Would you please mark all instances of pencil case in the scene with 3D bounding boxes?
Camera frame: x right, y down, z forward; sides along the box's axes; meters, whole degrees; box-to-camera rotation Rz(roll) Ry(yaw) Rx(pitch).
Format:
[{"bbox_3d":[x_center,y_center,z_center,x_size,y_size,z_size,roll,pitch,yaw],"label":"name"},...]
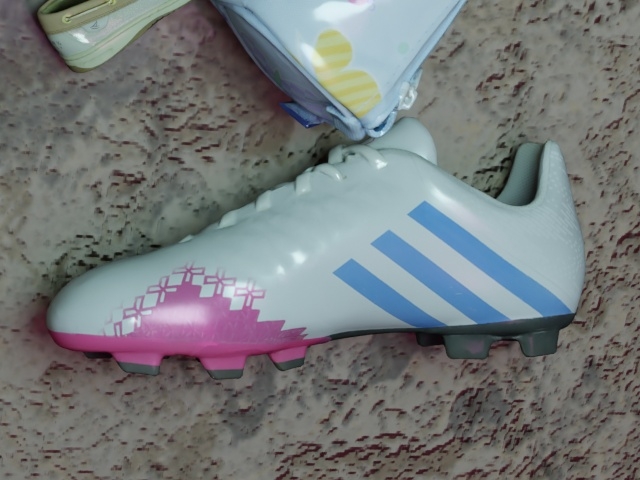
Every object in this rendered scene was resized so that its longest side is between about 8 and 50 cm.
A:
[{"bbox_3d":[0.064,-0.184,1.074,0.273,0.124,0.113,-49,149,-6],"label":"pencil case"}]

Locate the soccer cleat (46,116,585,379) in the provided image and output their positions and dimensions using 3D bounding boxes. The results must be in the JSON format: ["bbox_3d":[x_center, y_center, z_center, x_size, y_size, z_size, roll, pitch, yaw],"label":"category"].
[{"bbox_3d":[0.000,0.000,1.157,0.331,0.116,0.143,-3,95,-22],"label":"soccer cleat"}]

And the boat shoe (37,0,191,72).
[{"bbox_3d":[-0.095,-0.149,1.083,0.135,0.050,0.045,-41,124,-1],"label":"boat shoe"}]
